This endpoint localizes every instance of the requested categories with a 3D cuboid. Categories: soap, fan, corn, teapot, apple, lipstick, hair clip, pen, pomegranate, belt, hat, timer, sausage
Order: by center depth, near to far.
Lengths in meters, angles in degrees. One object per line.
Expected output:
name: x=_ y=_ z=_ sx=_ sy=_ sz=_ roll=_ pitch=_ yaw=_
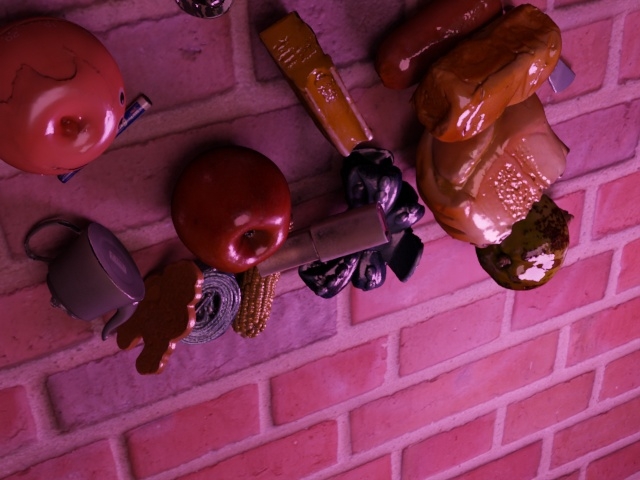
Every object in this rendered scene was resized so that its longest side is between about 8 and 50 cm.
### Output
timer: x=-0.408 y=-0.216 z=1.498 sx=0.229 sy=0.215 sz=0.229 roll=-17 pitch=130 yaw=-21
hat: x=-0.178 y=-0.403 z=1.613 sx=0.121 sy=0.050 sz=0.121 roll=-19 pitch=134 yaw=-21
pen: x=-0.365 y=-0.171 z=1.693 sx=0.204 sy=0.025 sz=0.025 roll=-42 pitch=135 yaw=3
soap: x=-0.013 y=-0.281 z=1.734 sx=0.080 sy=0.160 sz=0.257 roll=-37 pitch=134 yaw=0
teapot: x=-0.423 y=0.066 z=1.769 sx=0.149 sy=0.162 sz=0.239 roll=-33 pitch=110 yaw=10
apple: x=-0.158 y=-0.058 z=1.791 sx=0.218 sy=0.201 sz=0.218 roll=-22 pitch=139 yaw=-20
sausage: x=0.209 y=-0.374 z=1.836 sx=0.259 sy=0.113 sz=0.113 roll=-36 pitch=135 yaw=-5
lipstick: x=0.000 y=0.000 z=1.867 sx=0.253 sy=0.079 sz=0.077 roll=-17 pitch=100 yaw=11
belt: x=-0.232 y=0.119 z=1.960 sx=0.163 sy=0.082 sz=0.147 roll=-32 pitch=124 yaw=-1
hair clip: x=0.090 y=-0.024 z=1.989 sx=0.206 sy=0.194 sz=0.310 roll=23 pitch=112 yaw=-18
corn: x=-0.116 y=0.068 z=1.992 sx=0.086 sy=0.086 sz=0.288 roll=1 pitch=121 yaw=-32
fan: x=0.442 y=-0.385 z=2.033 sx=0.057 sy=0.023 sz=0.282 roll=-41 pitch=135 yaw=15
pomegranate: x=0.474 y=-0.001 z=2.217 sx=0.276 sy=0.204 sz=0.222 roll=1 pitch=140 yaw=-30

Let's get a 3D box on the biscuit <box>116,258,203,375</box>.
biscuit: x=-0.298 y=0.137 z=1.891 sx=0.236 sy=0.144 sz=0.040 roll=-53 pitch=158 yaw=16

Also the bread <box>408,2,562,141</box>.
bread: x=0.307 y=-0.301 z=1.826 sx=0.294 sy=0.132 sz=0.167 roll=-32 pitch=157 yaw=-24

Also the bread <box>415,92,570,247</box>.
bread: x=0.315 y=-0.168 z=2.002 sx=0.315 sy=0.211 sz=0.270 roll=-51 pitch=129 yaw=-4
